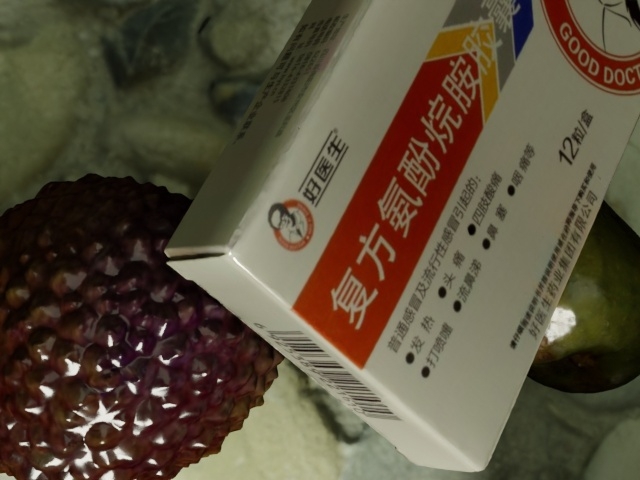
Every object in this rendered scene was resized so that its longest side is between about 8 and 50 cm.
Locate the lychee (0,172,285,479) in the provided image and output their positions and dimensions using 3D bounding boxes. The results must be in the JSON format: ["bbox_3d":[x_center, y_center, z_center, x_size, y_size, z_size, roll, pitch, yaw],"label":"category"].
[{"bbox_3d":[-0.121,0.059,0.748,0.188,0.188,0.188,2,83,-19],"label":"lychee"}]

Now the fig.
[{"bbox_3d":[0.156,0.017,0.906,0.133,0.185,0.127,14,119,-24],"label":"fig"}]

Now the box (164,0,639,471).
[{"bbox_3d":[0.080,-0.073,0.769,0.214,0.069,0.353,43,61,-29],"label":"box"}]
